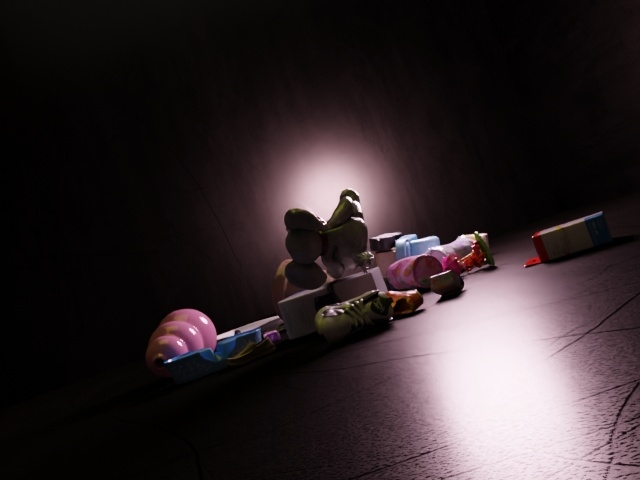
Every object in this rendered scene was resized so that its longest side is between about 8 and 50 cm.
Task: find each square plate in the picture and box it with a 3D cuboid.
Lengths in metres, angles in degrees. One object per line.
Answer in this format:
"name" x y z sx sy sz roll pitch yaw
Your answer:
"square plate" -0.341 0.403 2.442 0.347 0.049 0.344 -21 -3 28

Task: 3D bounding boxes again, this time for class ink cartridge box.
"ink cartridge box" 0.667 -0.003 1.572 0.231 0.078 0.134 -21 -3 26
"ink cartridge box" 0.050 0.194 1.809 0.307 0.129 0.223 -19 -2 13

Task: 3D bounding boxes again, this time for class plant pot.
"plant pot" -0.035 0.204 2.323 0.229 0.263 0.263 -2 5 26

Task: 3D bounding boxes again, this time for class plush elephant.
"plush elephant" 0.000 0.000 1.734 0.255 0.271 0.330 6 20 -12

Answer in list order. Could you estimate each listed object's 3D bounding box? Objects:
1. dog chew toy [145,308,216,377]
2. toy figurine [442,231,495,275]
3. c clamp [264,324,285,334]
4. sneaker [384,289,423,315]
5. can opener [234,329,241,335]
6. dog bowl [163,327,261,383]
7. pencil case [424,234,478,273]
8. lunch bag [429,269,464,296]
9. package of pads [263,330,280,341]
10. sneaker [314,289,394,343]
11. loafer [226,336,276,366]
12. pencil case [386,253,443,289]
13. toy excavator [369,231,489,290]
"dog chew toy" -0.465 0.347 1.872 0.207 0.206 0.332 -19 6 7
"toy figurine" 0.490 0.071 1.950 0.159 0.130 0.173 -29 -26 6
"c clamp" -0.148 0.341 2.255 0.161 0.022 0.137 -19 -3 -5
"sneaker" 0.191 0.168 1.500 0.067 0.064 0.175 -29 1 -36
"can opener" -0.303 0.364 1.985 0.059 0.073 0.186 -11 6 -2
"dog bowl" -0.305 0.341 1.690 0.297 0.074 0.166 -19 -3 -21
"pencil case" 0.511 0.058 2.189 0.273 0.124 0.113 -18 -3 -43
"lunch bag" 0.345 0.120 1.552 0.071 0.053 0.083 -21 -29 29
"package of pads" -0.165 0.326 1.935 0.050 0.032 0.083 -21 -2 -10
"sneaker" 0.097 0.175 1.383 0.153 0.094 0.235 -30 -18 28
"loafer" -0.197 0.310 1.595 0.148 0.050 0.056 -17 -3 -28
"pencil case" 0.332 0.118 2.037 0.124 0.124 0.284 -18 -4 -14
"toy excavator" 0.467 0.061 2.387 0.445 0.222 0.433 -6 4 19
